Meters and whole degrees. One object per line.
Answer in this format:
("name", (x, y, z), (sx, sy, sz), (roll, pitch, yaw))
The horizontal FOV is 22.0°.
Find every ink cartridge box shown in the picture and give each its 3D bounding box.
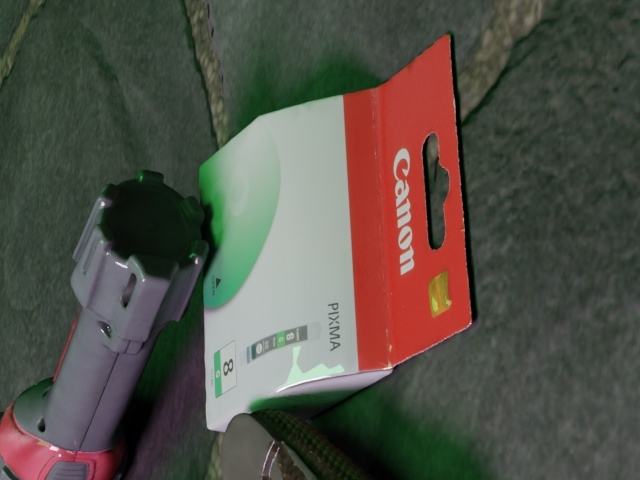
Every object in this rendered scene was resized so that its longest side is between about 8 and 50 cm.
("ink cartridge box", (0.000, 0.000, 0.962), (0.224, 0.056, 0.181), (-37, 50, 54))

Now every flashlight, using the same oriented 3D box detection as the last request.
("flashlight", (-0.154, 0.078, 1.124), (0.103, 0.103, 0.304), (38, 133, 13))

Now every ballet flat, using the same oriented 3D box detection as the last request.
("ballet flat", (0.023, 0.159, 0.875), (0.250, 0.058, 0.084), (34, 114, 55))
